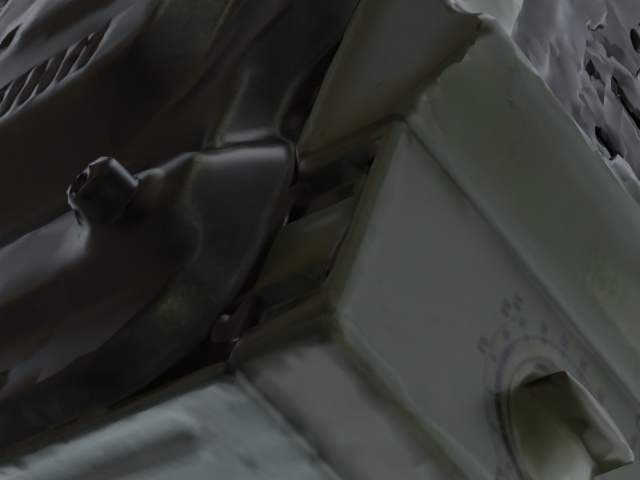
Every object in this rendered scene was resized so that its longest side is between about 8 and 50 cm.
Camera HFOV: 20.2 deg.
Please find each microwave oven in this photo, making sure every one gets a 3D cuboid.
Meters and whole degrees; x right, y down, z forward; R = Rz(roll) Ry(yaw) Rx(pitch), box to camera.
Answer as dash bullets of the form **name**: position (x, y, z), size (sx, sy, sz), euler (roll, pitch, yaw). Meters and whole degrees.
- **microwave oven**: position (0.000, 0.000, 0.543), size (0.286, 0.218, 0.355), euler (-22, -150, 34)
